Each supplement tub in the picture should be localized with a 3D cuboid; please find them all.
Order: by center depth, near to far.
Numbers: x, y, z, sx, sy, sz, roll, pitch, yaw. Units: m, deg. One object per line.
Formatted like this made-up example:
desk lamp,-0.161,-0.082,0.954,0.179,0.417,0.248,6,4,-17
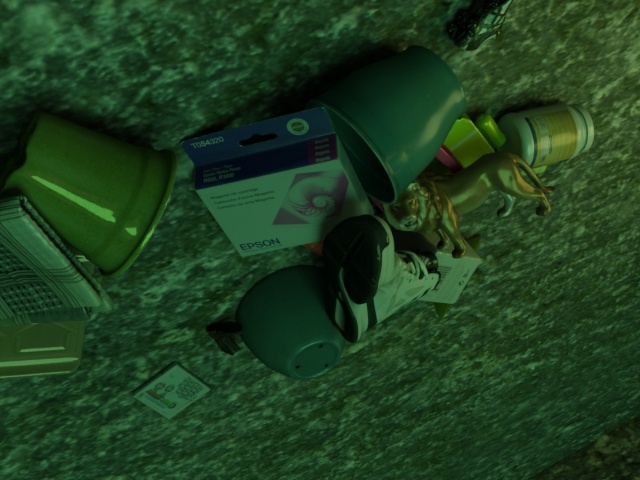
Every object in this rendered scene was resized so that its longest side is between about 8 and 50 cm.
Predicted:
supplement tub,0.541,-0.253,1.887,0.200,0.144,0.144,-14,132,-16

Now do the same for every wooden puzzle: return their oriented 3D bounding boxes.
wooden puzzle,-0.664,0.141,1.659,0.322,0.080,0.347,-1,123,-27

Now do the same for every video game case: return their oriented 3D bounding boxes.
video game case,-0.391,0.397,2.055,0.143,0.019,0.157,-36,135,4

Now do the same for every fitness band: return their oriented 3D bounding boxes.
fitness band,0.229,-0.132,1.822,0.209,0.054,0.291,-40,124,17

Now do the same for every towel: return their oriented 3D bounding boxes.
towel,-0.586,0.058,1.449,0.313,0.056,0.324,-9,136,20

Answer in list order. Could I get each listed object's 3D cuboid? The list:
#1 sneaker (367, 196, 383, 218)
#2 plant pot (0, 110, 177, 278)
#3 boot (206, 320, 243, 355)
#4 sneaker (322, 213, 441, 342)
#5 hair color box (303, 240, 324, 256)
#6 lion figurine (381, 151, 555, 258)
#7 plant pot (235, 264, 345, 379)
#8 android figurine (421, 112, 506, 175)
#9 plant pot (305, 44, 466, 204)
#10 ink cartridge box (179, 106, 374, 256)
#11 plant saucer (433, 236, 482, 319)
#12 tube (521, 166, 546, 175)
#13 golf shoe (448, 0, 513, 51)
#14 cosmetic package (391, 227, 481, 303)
sneaker,0.125,-0.044,1.912,0.085,0.058,0.152,-24,129,4
plant pot,-0.448,-0.104,1.448,0.254,0.276,0.276,29,111,-29
boot,-0.224,0.254,1.983,0.107,0.037,0.114,-1,138,26
sneaker,0.150,0.042,1.745,0.258,0.169,0.447,-30,155,-20
hair color box,0.000,0.000,1.878,0.043,0.072,0.141,-46,134,14
lion figurine,0.333,-0.110,1.761,0.392,0.142,0.240,-30,115,-6
plant pot,-0.047,0.235,1.969,0.291,0.195,0.290,-15,133,-16
android figurine,0.316,-0.202,1.856,0.248,0.056,0.273,-38,124,16
plant pot,0.152,-0.259,1.619,0.255,0.272,0.271,-42,136,-11
ink cartridge box,-0.088,-0.109,1.652,0.324,0.071,0.330,-11,139,18
plant saucer,0.364,0.093,2.110,0.188,0.045,0.188,-46,157,-53
tube,0.451,-0.186,1.963,0.240,0.062,0.070,-6,90,-16
golf shoe,0.363,-0.486,1.656,0.198,0.077,0.094,-42,145,20
cosmetic package,0.274,0.043,1.976,0.152,0.183,0.151,9,122,-32
